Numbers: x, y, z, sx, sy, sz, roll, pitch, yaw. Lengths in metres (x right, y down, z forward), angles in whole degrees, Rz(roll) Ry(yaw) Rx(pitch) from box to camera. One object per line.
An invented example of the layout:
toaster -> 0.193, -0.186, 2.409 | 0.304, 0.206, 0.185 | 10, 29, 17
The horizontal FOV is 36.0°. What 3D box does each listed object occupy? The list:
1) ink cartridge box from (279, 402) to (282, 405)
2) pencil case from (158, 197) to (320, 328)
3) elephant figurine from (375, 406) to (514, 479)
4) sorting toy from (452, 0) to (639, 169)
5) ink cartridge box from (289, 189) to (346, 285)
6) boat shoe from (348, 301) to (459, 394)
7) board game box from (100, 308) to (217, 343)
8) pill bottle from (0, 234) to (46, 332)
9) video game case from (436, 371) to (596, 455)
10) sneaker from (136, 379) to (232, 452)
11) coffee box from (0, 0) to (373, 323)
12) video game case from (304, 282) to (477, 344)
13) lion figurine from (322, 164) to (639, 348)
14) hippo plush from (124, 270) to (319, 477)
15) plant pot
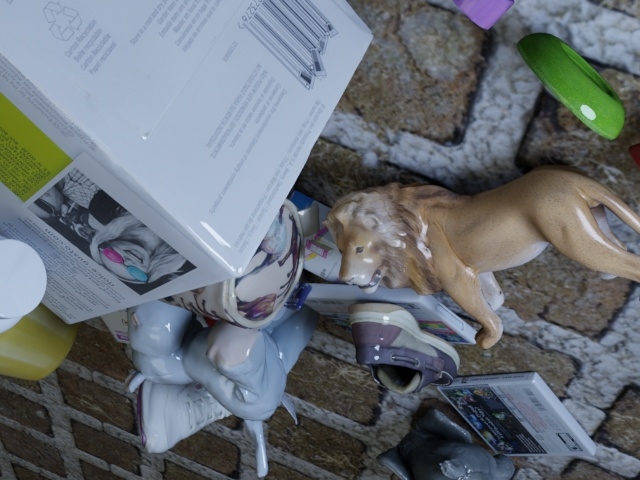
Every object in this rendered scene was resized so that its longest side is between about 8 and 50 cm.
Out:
ink cartridge box -> -0.097, 0.274, 1.730 | 0.048, 0.028, 0.083 | 16, -176, 17
pencil case -> -0.205, -0.012, 1.272 | 0.410, 0.183, 0.159 | 15, 121, 34
elephant figurine -> 0.173, 0.355, 1.567 | 0.239, 0.169, 0.186 | 32, 122, 47
sorting toy -> 0.283, -0.161, 0.896 | 0.365, 0.127, 0.126 | 39, 115, -12
ink cartridge box -> 0.000, 0.000, 1.309 | 0.122, 0.052, 0.088 | 27, 146, -1
boat shoe -> 0.111, 0.163, 1.334 | 0.103, 0.092, 0.285 | 2, 159, 26
board game box -> -0.281, 0.064, 1.570 | 0.242, 0.064, 0.316 | 8, 141, 26
pill bottle -> -0.348, 0.045, 0.967 | 0.184, 0.103, 0.103 | -10, 131, 45
video game case -> 0.295, 0.265, 1.481 | 0.173, 0.022, 0.190 | -12, 130, 43
sneaker -> -0.199, 0.248, 1.598 | 0.152, 0.305, 0.114 | -1, 105, 13
coffee box -> -0.218, -0.165, 0.988 | 0.338, 0.337, 0.334 | 44, 143, -23
video game case -> 0.090, 0.100, 1.353 | 0.201, 0.023, 0.183 | 0, 157, 33
lion figurine -> 0.208, -0.009, 1.113 | 0.392, 0.142, 0.240 | -23, 115, 32
hippo plush -> -0.151, 0.138, 1.435 | 0.237, 0.234, 0.294 | 13, 135, 22
plant pot -> -0.562, 0.125, 1.706 | 0.254, 0.254, 0.239 | -6, 150, 39
